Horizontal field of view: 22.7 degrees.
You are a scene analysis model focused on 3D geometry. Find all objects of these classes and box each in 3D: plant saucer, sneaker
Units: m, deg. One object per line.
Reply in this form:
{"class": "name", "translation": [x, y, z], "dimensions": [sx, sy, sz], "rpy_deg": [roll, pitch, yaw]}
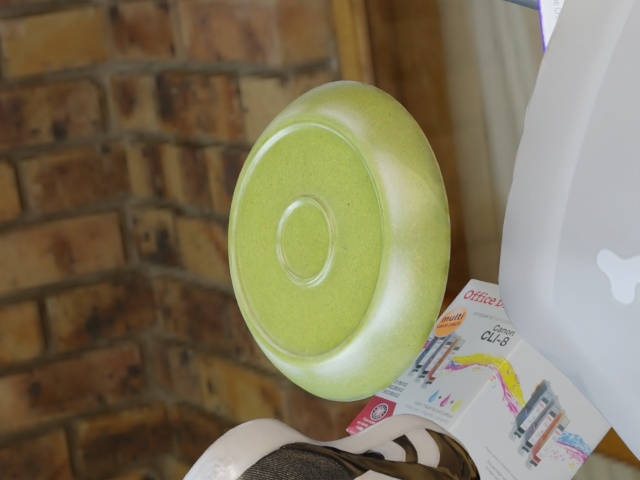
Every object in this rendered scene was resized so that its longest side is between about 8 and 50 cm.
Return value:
{"class": "plant saucer", "translation": [0.000, 0.000, 1.190], "dimensions": [0.037, 0.241, 0.241], "rpy_deg": [1, -177, -40]}
{"class": "sneaker", "translation": [0.037, 0.132, 0.623], "dimensions": [0.121, 0.079, 0.217], "rpy_deg": [38, -168, 26]}

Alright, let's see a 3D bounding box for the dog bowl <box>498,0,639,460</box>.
{"class": "dog bowl", "translation": [0.214, -0.031, 0.443], "dimensions": [0.349, 0.349, 0.102], "rpy_deg": [-15, -142, -33]}

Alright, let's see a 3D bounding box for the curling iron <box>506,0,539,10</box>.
{"class": "curling iron", "translation": [0.086, -0.195, 1.050], "dimensions": [0.274, 0.035, 0.068], "rpy_deg": [27, -124, 24]}

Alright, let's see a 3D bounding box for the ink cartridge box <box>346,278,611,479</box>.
{"class": "ink cartridge box", "translation": [0.141, 0.140, 1.317], "dimensions": [0.176, 0.127, 0.128], "rpy_deg": [-49, -155, -15]}

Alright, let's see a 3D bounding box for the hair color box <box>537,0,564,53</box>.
{"class": "hair color box", "translation": [0.274, -0.067, 0.703], "dimensions": [0.339, 0.185, 0.110], "rpy_deg": [-3, -162, 16]}
